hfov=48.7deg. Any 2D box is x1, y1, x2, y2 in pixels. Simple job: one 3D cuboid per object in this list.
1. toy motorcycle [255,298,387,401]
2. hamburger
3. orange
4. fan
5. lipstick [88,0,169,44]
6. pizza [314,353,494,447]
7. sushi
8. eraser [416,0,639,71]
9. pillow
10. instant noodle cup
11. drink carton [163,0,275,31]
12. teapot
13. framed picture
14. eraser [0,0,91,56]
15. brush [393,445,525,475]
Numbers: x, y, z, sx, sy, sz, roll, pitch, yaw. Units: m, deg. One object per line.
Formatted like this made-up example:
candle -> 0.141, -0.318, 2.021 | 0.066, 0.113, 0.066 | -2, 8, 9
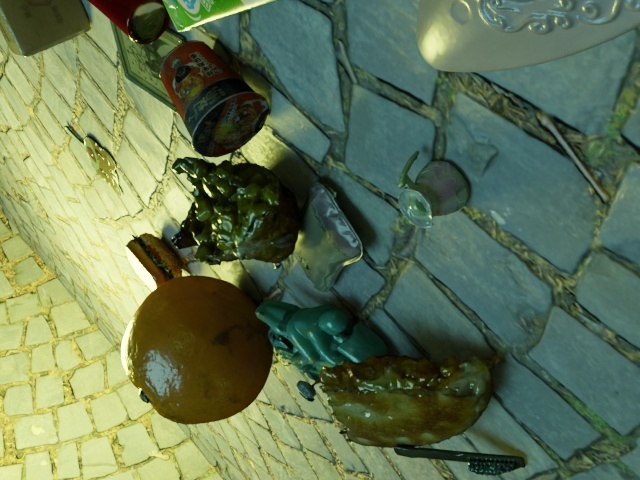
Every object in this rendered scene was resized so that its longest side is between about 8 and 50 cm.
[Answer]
toy motorcycle -> 0.011, 0.182, 1.178 | 0.296, 0.109, 0.198 | 15, 139, 37
hamburger -> -0.393, 0.054, 1.687 | 0.166, 0.087, 0.137 | 48, 153, 15
orange -> -0.245, 0.219, 1.427 | 0.312, 0.312, 0.312 | 38, 148, 28
fan -> -0.558, -0.212, 1.727 | 0.226, 0.008, 0.152 | 41, 151, 21
lipstick -> -0.333, -0.394, 1.099 | 0.241, 0.080, 0.080 | 41, 150, 24
pizza -> 0.107, 0.220, 1.014 | 0.226, 0.086, 0.335 | 26, 146, -12
sushi -> -0.139, -0.042, 1.094 | 0.296, 0.179, 0.167 | 19, 105, 59
eraser -> 0.149, -0.212, 0.574 | 0.204, 0.059, 0.243 | 53, 148, 2
pillow -> 0.000, 0.000, 1.070 | 0.131, 0.038, 0.233 | 56, 155, 7
instant noodle cup -> -0.160, -0.208, 1.008 | 0.136, 0.127, 0.127 | 54, 154, 21
drink carton -> -0.100, -0.336, 0.769 | 0.271, 0.108, 0.161 | 9, 129, 53
teapot -> 0.119, -0.057, 0.793 | 0.083, 0.064, 0.064 | 52, 152, 3
framed picture -> -0.284, -0.304, 1.195 | 0.231, 0.010, 0.173 | 35, 147, 32
eraser -> -0.541, -0.505, 1.227 | 0.078, 0.144, 0.343 | 23, 139, 47
brush -> 0.200, 0.324, 1.036 | 0.190, 0.028, 0.034 | 0, 145, 21
